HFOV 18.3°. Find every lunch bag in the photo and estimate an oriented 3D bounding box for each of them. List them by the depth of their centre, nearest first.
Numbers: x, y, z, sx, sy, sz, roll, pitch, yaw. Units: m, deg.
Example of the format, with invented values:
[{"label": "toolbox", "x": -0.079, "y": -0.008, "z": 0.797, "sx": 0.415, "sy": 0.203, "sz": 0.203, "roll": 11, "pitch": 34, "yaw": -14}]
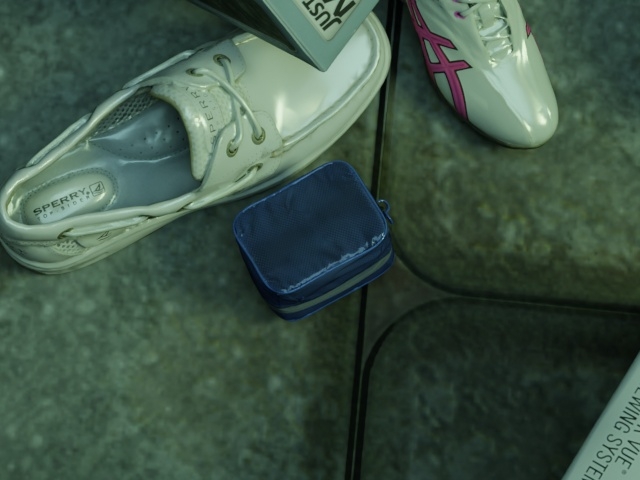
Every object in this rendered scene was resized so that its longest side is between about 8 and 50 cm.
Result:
[{"label": "lunch bag", "x": 0.000, "y": 0.000, "z": 1.232, "sx": 0.098, "sy": 0.065, "sz": 0.067, "roll": -27, "pitch": 70, "yaw": -5}]

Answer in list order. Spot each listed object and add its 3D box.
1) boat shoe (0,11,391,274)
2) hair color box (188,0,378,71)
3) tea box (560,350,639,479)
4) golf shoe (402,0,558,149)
[{"label": "boat shoe", "x": -0.075, "y": -0.066, "z": 1.219, "sx": 0.277, "sy": 0.096, "sz": 0.098, "roll": -32, "pitch": 85, "yaw": -7}, {"label": "hair color box", "x": 0.026, "y": -0.306, "z": 1.208, "sx": 0.185, "sy": 0.113, "sz": 0.374, "roll": 31, "pitch": 80, "yaw": 36}, {"label": "tea box", "x": 0.283, "y": 0.225, "z": 1.102, "sx": 0.323, "sy": 0.220, "sz": 0.329, "roll": 31, "pitch": 82, "yaw": 21}, {"label": "golf shoe", "x": 0.091, "y": -0.139, "z": 1.244, "sx": 0.067, "sy": 0.086, "sz": 0.186, "roll": -32, "pitch": 87, "yaw": -9}]
